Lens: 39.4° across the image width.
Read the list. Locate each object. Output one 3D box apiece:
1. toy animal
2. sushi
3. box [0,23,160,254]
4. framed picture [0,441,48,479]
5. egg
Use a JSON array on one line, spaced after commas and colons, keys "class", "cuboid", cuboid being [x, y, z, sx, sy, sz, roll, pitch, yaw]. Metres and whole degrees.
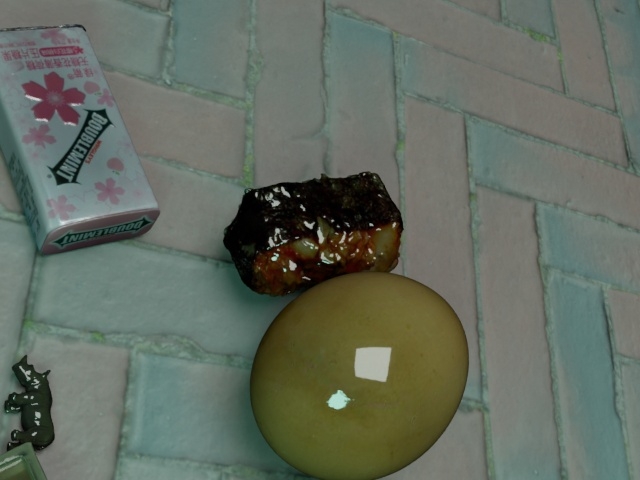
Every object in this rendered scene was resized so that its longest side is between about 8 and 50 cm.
[{"class": "toy animal", "cuboid": [-0.402, 0.224, 1.235, 0.065, 0.047, 0.136, 3, 61, -35]}, {"class": "sushi", "cuboid": [0.000, 0.000, 1.504, 0.343, 0.196, 0.182, -7, 70, -38]}, {"class": "box", "cuboid": [-0.407, -0.172, 1.415, 0.190, 0.112, 0.370, -15, 72, -36]}, {"class": "framed picture", "cuboid": [-0.394, 0.488, 1.006, 0.326, 0.028, 0.446, -23, 64, -25]}, {"class": "egg", "cuboid": [0.066, 0.197, 1.356, 0.374, 0.301, 0.301, -34, 84, -39]}]
